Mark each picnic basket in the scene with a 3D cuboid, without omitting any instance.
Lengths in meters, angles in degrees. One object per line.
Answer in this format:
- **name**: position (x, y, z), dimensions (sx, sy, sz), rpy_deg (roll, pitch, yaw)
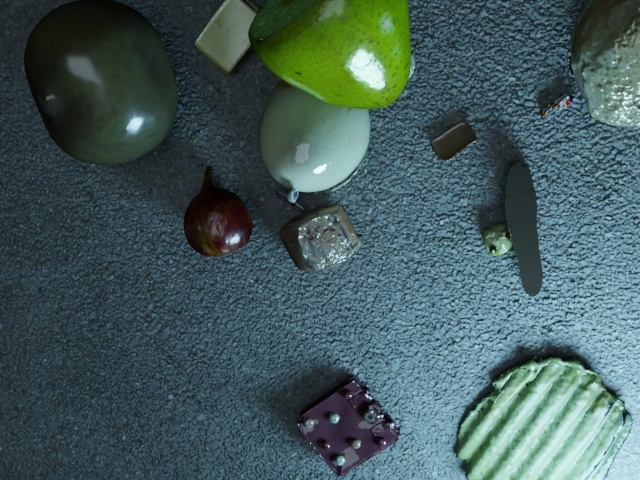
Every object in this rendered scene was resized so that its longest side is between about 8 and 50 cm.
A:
- **picnic basket**: position (-0.199, -0.476, 1.655), dimensions (0.115, 0.079, 0.164), rpy_deg (43, 104, -1)

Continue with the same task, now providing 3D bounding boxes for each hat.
- **hat**: position (0.423, 0.000, 1.687), dimensions (0.077, 0.059, 0.076), rpy_deg (-22, 94, 17)

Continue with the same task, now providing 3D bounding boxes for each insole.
- **insole**: position (0.474, -0.022, 1.665), dimensions (0.111, 0.007, 0.328), rpy_deg (-21, 106, -31)

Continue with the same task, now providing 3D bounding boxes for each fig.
- **fig**: position (-0.253, -0.068, 1.707), dimensions (0.175, 0.175, 0.207), rpy_deg (-14, 101, 11)

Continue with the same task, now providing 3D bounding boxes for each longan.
- **longan**: position (-0.486, -0.346, 1.593), dimensions (0.361, 0.361, 0.361), rpy_deg (2, 103, 8)

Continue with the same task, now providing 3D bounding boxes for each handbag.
- **handbag**: position (0.071, 0.477, 1.838), dimensions (0.216, 0.074, 0.203), rpy_deg (-36, 96, 14)

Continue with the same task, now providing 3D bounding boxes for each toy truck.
- **toy truck**: position (0.536, -0.303, 1.617), dimensions (0.083, 0.024, 0.032), rpy_deg (-37, 118, 16)

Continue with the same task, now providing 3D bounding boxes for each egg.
- **egg**: position (0.644, -0.389, 1.464), dimensions (0.279, 0.279, 0.310), rpy_deg (-8, 117, 10)
- **egg**: position (-0.016, -0.241, 1.636), dimensions (0.264, 0.174, 0.286), rpy_deg (26, 102, -2)

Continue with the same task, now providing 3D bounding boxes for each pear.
- **pear**: position (0.047, -0.394, 1.488), dimensions (0.342, 0.238, 0.318), rpy_deg (-15, 136, 43)

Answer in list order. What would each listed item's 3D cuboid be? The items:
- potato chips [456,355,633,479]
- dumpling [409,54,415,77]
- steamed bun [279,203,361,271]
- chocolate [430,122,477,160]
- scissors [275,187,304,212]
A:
- **potato chips**: position (0.552, 0.487, 1.778), dimensions (0.358, 0.070, 0.429), rpy_deg (33, 104, 3)
- **dumpling**: position (0.184, -0.393, 1.641), dimensions (0.077, 0.043, 0.059), rpy_deg (-40, 117, 11)
- **steamed bun**: position (0.000, 0.000, 1.722), dimensions (0.175, 0.106, 0.145), rpy_deg (-24, 98, 10)
- **chocolate**: position (0.311, -0.229, 1.664), dimensions (0.101, 0.031, 0.064), rpy_deg (-37, 78, 10)
- **scissors**: position (-0.068, -0.101, 1.680), dimensions (0.085, 0.176, 0.022), rpy_deg (37, 80, 0)
